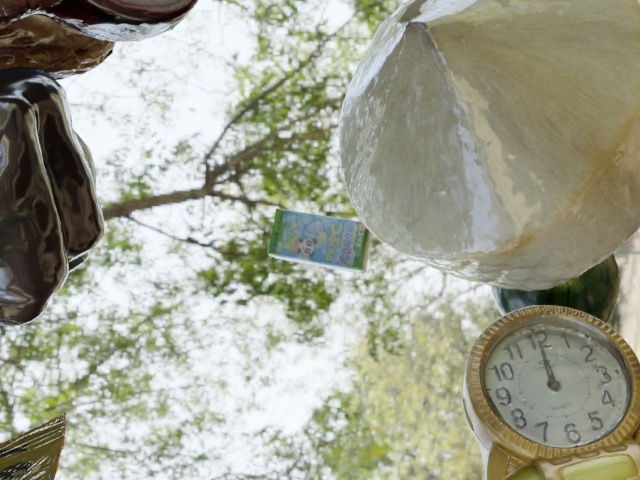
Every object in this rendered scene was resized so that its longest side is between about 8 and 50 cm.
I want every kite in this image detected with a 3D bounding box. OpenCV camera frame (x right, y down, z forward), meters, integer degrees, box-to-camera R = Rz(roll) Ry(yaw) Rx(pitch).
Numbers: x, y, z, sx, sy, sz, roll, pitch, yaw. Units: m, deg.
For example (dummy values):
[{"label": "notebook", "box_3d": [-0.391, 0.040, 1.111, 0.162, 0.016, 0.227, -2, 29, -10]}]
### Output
[{"label": "kite", "box_3d": [-0.509, 0.379, 1.336, 0.377, 0.013, 0.327, -40, -24, 6]}]

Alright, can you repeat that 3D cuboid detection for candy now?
[{"label": "candy", "box_3d": [0.000, 0.000, 1.698, 0.062, 0.194, 0.097, 44, -123, -74]}]

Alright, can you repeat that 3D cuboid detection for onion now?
[{"label": "onion", "box_3d": [-0.222, -0.250, 0.781, 0.218, 0.140, 0.195, -49, -63, -27]}]

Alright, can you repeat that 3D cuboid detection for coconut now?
[{"label": "coconut", "box_3d": [0.163, -0.110, 0.779, 0.329, 0.328, 0.329, 5, -90, -72]}]

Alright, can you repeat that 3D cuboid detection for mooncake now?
[{"label": "mooncake", "box_3d": [-0.395, -0.024, 0.811, 0.351, 0.381, 0.212, -100, -4, -60]}]

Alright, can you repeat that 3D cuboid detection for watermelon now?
[{"label": "watermelon", "box_3d": [0.342, 0.071, 1.339, 0.127, 0.204, 0.232, -15, -58, -41]}]

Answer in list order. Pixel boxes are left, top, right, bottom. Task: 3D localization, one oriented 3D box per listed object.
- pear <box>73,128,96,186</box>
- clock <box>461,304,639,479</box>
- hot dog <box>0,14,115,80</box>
[{"label": "pear", "box_3d": [-0.449, -0.095, 1.337, 0.197, 0.197, 0.197, 5, -90, -72]}, {"label": "clock", "box_3d": [0.308, 0.247, 1.126, 0.200, 0.244, 0.317, 88, 170, -57]}, {"label": "hot dog", "box_3d": [-0.450, -0.309, 1.115, 0.174, 0.387, 0.267, 144, 111, -67]}]
